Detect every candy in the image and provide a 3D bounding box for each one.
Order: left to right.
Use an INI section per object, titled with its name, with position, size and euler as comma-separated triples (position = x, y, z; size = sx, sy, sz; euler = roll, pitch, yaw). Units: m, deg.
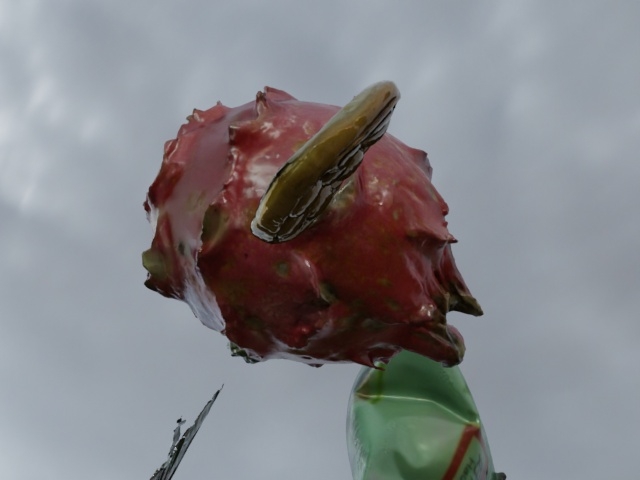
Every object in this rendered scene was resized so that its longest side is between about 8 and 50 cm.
[candy]
position = 0.096, 0.284, 0.926
size = 0.172, 0.397, 0.263
euler = -4, -47, 26

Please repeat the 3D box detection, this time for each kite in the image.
[kite]
position = -0.201, 0.302, 0.982
size = 0.013, 0.323, 0.267
euler = 29, -55, 7

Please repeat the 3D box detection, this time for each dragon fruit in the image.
[dragon fruit]
position = 0.000, 0.000, 0.589
size = 0.268, 0.205, 0.210
euler = 34, -61, 10

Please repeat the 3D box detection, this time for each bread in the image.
[bread]
position = 0.004, -0.041, 0.428
size = 0.024, 0.110, 0.110
euler = 40, -58, 3

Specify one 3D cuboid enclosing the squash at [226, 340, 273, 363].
[squash]
position = -0.062, 0.101, 0.891
size = 0.105, 0.132, 0.105
euler = 23, -52, 34
